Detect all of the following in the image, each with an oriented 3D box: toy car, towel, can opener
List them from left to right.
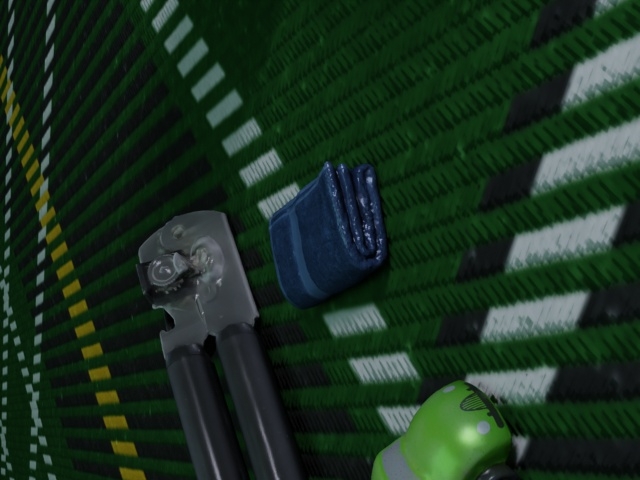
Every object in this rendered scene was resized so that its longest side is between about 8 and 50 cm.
[{"bbox_3d":[-0.064,0.103,0.777,0.095,0.076,0.283,62,-174,-59],"label":"can opener"},{"bbox_3d":[0.000,0.000,0.632,0.119,0.029,0.067,146,115,-63],"label":"towel"},{"bbox_3d":[0.043,0.171,0.538,0.239,0.053,0.225,-131,42,-53],"label":"toy car"}]
